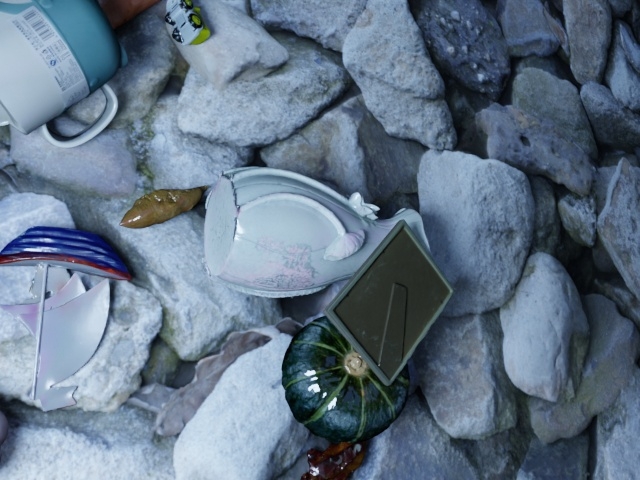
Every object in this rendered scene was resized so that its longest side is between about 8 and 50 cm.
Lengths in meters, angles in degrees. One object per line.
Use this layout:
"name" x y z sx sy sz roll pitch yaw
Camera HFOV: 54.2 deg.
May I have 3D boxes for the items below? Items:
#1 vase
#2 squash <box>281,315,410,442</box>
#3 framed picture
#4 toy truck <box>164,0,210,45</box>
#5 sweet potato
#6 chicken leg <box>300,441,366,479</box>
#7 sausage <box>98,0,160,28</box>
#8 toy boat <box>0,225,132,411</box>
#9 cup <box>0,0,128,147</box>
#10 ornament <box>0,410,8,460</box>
"vase" 0.000 0.000 1.252 0.445 0.250 0.250 8 70 -28
"squash" 0.048 0.262 1.206 0.252 0.165 0.252 8 61 -14
"framed picture" 0.139 0.112 1.171 0.192 0.018 0.265 52 56 -13
"toy truck" -0.286 -0.484 1.366 0.077 0.076 0.111 -18 83 -53
"sweet potato" -0.300 -0.072 1.225 0.206 0.060 0.068 -25 119 -40
"chicken leg" 0.043 0.415 1.227 0.219 0.048 0.089 -32 87 -31
"sausage" -0.418 -0.508 1.286 0.113 0.113 0.259 48 61 -4
"toy boat" -0.432 0.118 1.095 0.219 0.072 0.318 -18 85 -26
"cup" -0.490 -0.309 1.123 0.258 0.219 0.289 -40 129 -21
"ornament" -0.555 0.292 0.917 0.178 0.177 0.177 8 70 -23
